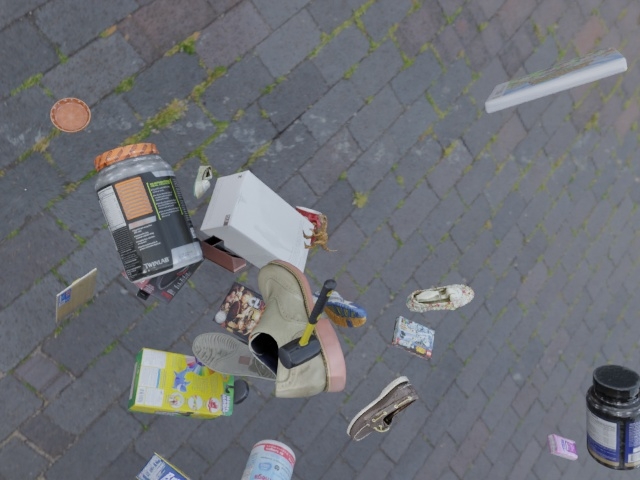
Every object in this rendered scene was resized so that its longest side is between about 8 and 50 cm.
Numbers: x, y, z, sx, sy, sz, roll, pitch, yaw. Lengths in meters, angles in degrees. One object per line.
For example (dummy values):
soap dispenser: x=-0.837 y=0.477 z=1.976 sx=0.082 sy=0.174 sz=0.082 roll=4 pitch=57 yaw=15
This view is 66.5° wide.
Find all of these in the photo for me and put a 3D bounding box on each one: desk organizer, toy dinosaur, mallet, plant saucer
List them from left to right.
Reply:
plant saucer: x=-0.567 y=-0.284 z=1.112 sx=0.084 sy=0.013 sz=0.083 roll=3 pitch=77 yaw=-11
desk organizer: x=-0.257 y=0.035 z=1.297 sx=0.047 sy=0.130 sz=0.050 roll=-32 pitch=133 yaw=-41
mallet: x=-0.020 y=0.122 z=0.695 sx=0.063 sy=0.039 sz=0.189 roll=-23 pitch=148 yaw=-29
toy dinosaur: x=0.000 y=0.000 z=1.658 sx=0.113 sy=0.064 sz=0.211 roll=-7 pitch=142 yaw=2

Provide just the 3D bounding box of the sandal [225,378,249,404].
sandal: x=-0.351 y=0.634 z=2.000 sx=0.055 sy=0.255 sz=0.097 roll=26 pitch=52 yaw=-24

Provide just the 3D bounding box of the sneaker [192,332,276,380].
sneaker: x=-0.179 y=0.276 z=1.112 sx=0.222 sy=0.118 sz=0.083 roll=18 pitch=69 yaw=1

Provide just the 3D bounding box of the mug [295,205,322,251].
mug: x=-0.068 y=-0.041 z=1.994 sx=0.113 sy=0.150 sz=0.169 roll=15 pitch=99 yaw=-9

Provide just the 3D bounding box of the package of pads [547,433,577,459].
package of pads: x=0.668 y=0.571 z=1.349 sx=0.083 sy=0.032 sz=0.050 roll=23 pitch=51 yaw=-18

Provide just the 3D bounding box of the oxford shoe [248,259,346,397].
oxford shoe: x=-0.085 y=0.161 z=1.007 sx=0.147 sy=0.397 sz=0.140 roll=-9 pitch=118 yaw=-19

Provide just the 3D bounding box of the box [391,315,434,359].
box: x=0.290 y=0.305 z=1.524 sx=0.137 sy=0.027 sz=0.093 roll=25 pitch=59 yaw=-18

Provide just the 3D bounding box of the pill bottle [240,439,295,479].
pill bottle: x=-0.103 y=0.446 z=0.866 sx=0.087 sy=0.087 sz=0.160 roll=58 pitch=25 yaw=-22

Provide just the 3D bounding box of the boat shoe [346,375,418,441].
boat shoe: x=0.229 y=0.646 z=1.814 sx=0.324 sy=0.096 sz=0.117 roll=-48 pitch=142 yaw=12

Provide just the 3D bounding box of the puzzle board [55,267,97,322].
puzzle board: x=-0.526 y=0.117 z=1.049 sx=0.011 sy=0.128 sz=0.096 roll=41 pitch=47 yaw=4

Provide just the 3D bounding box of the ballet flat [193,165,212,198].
ballet flat: x=-0.422 y=-0.218 z=1.769 sx=0.053 sy=0.168 sz=0.057 roll=-10 pitch=138 yaw=6

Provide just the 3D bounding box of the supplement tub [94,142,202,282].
supplement tub: x=-0.434 y=-0.069 z=1.220 sx=0.194 sy=0.194 sz=0.315 roll=-20 pitch=93 yaw=-28

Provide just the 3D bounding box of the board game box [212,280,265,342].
board game box: x=-0.242 y=0.267 z=1.722 sx=0.164 sy=0.244 sz=0.042 roll=-62 pitch=155 yaw=-10

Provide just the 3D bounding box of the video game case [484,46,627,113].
video game case: x=0.411 y=-0.288 z=0.869 sx=0.193 sy=0.213 sz=0.023 roll=-47 pitch=120 yaw=-55

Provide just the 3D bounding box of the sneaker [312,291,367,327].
sneaker: x=0.060 y=0.241 z=1.845 sx=0.131 sy=0.297 sz=0.111 roll=-40 pitch=125 yaw=-44

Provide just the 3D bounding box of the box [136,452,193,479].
box: x=-0.259 y=0.473 z=0.916 sx=0.054 sy=0.169 sz=0.059 roll=-53 pitch=157 yaw=-25

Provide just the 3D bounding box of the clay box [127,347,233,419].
clay box: x=-0.304 y=0.325 z=1.094 sx=0.222 sy=0.053 sz=0.127 roll=21 pitch=49 yaw=-31

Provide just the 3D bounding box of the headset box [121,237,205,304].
headset box: x=-0.564 y=0.090 z=1.785 sx=0.293 sy=0.110 sz=0.218 roll=-53 pitch=160 yaw=-14

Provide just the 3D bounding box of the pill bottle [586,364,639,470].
pill bottle: x=0.681 y=0.404 z=1.125 sx=0.123 sy=0.123 sz=0.219 roll=-21 pitch=111 yaw=-28

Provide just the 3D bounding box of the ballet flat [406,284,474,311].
ballet flat: x=0.416 y=0.196 z=1.685 sx=0.241 sy=0.091 sz=0.077 roll=-13 pitch=146 yaw=-1

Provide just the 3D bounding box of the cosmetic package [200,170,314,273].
cosmetic package: x=-0.206 y=-0.045 z=1.701 sx=0.385 sy=0.156 sz=0.217 roll=40 pitch=54 yaw=-42
